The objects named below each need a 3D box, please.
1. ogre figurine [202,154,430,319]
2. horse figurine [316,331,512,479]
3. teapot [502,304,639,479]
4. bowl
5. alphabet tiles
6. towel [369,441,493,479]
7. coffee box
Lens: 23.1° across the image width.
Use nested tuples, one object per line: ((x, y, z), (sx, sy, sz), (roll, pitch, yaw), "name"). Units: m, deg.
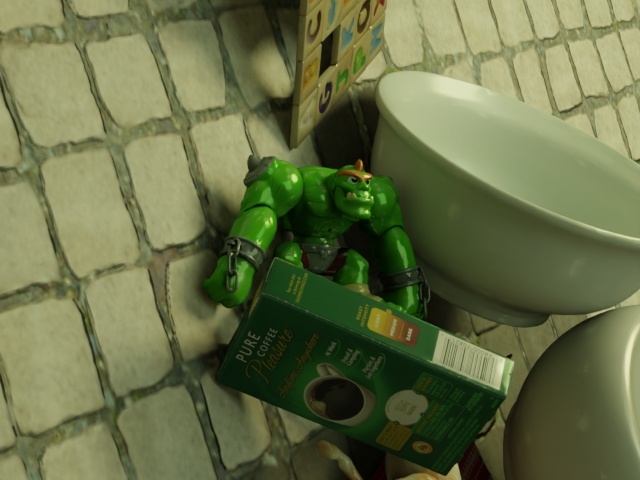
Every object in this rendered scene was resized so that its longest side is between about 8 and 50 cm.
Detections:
((0.000, 0.000, 1.179), (0.197, 0.097, 0.118), (3, 79, -19), "ogre figurine")
((0.061, 0.163, 1.180), (0.174, 0.066, 0.263), (30, 42, -24), "horse figurine")
((0.243, 0.183, 1.322), (0.256, 0.187, 0.253), (22, 54, -40), "teapot")
((0.158, -0.019, 1.328), (0.298, 0.298, 0.134), (-12, 130, -57), "bowl")
((0.024, -0.220, 1.265), (0.198, 0.009, 0.237), (-52, 154, -51), "alphabet tiles")
((0.119, 0.282, 1.290), (0.275, 0.031, 0.199), (63, 35, -18), "towel")
((0.029, 0.089, 1.087), (0.184, 0.113, 0.040), (22, 47, -4), "coffee box")
